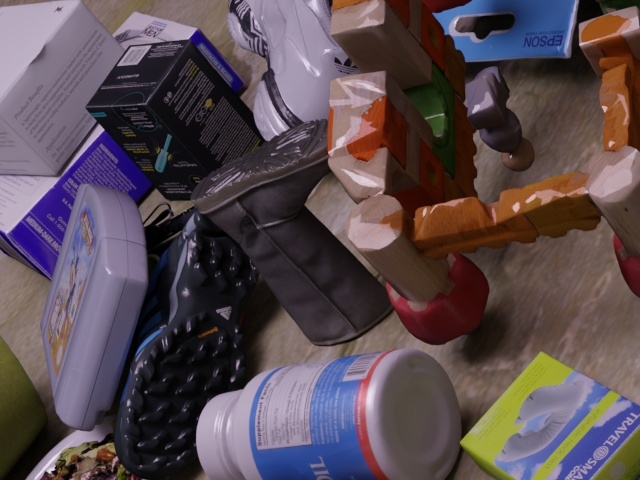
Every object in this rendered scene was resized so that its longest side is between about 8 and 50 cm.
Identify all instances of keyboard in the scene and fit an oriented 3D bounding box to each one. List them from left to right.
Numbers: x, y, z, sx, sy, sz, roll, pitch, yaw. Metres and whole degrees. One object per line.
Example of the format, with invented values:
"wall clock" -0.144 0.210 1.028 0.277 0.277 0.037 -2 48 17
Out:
"keyboard" -0.167 -0.023 2.147 0.192 0.038 0.100 -31 1 29

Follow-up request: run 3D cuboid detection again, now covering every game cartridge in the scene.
"game cartridge" -0.239 0.053 2.047 0.297 0.062 0.198 -123 44 -68

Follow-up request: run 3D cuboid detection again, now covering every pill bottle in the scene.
"pill bottle" 0.002 0.167 1.699 0.221 0.124 0.124 -12 42 40

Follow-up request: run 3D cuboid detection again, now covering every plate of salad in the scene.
"plate of salad" -0.247 0.248 1.943 0.200 0.048 0.200 -29 33 20

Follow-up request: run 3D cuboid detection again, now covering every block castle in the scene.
"block castle" 0.188 -0.141 1.750 0.303 0.213 0.453 -12 57 24

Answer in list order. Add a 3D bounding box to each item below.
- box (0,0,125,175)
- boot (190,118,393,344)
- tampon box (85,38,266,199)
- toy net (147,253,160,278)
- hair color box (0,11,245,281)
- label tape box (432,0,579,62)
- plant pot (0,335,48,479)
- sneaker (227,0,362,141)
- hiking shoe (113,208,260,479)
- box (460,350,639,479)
"box" -0.348 -0.181 2.313 0.182 0.119 0.181 4 53 50
"boot" 0.002 -0.002 1.824 0.190 0.208 0.076 -22 26 38
"tampon box" -0.161 -0.135 2.214 0.120 0.161 0.101 1 51 47
"toy net" -0.117 0.013 2.093 0.232 0.045 0.122 -39 30 3
"hair color box" -0.269 -0.117 2.364 0.339 0.110 0.185 -50 31 -10
"label tape box" 0.238 -0.324 2.043 0.249 0.115 0.347 1 70 48
"plant pot" -0.444 0.212 2.031 0.293 0.275 0.275 -33 28 -17
"sneaker" 0.003 -0.260 2.145 0.366 0.137 0.210 -102 33 -50
"hiking shoe" -0.138 0.114 1.957 0.132 0.113 0.304 -39 27 54
"box" 0.201 0.165 1.562 0.109 0.042 0.178 -47 31 -9
